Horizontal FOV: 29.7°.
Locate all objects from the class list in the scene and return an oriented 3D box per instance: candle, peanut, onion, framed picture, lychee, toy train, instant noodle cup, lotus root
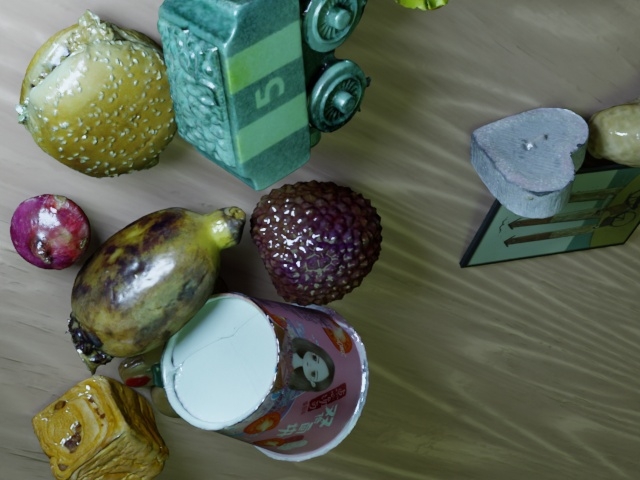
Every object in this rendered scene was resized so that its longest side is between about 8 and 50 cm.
[{"bbox_3d":[0.301,-0.122,1.771,0.169,0.192,0.068,16,139,18],"label":"candle"},{"bbox_3d":[0.524,-0.192,1.830,0.253,0.137,0.122,-35,180,9],"label":"peanut"},{"bbox_3d":[-0.354,-0.009,1.580,0.107,0.097,0.107,0,125,0],"label":"onion"},{"bbox_3d":[0.404,-0.045,1.947,0.324,0.013,0.244,-8,148,-20],"label":"framed picture"},{"bbox_3d":[0.000,0.000,1.701,0.188,0.188,0.188,-14,136,-14],"label":"lychee"},{"bbox_3d":[-0.068,-0.217,1.433,0.238,0.167,0.299,-33,138,-30],"label":"toy train"},{"bbox_3d":[-0.084,0.187,1.730,0.243,0.243,0.231,-40,152,13],"label":"instant noodle cup"},{"bbox_3d":[-0.232,0.050,1.642,0.314,0.169,0.141,-41,130,7],"label":"lotus root"}]

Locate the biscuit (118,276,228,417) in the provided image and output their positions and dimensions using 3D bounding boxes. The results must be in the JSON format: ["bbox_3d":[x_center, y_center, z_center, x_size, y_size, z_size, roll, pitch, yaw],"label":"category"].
[{"bbox_3d":[-0.215,0.175,1.864,0.197,0.049,0.301,-12,136,-14],"label":"biscuit"}]

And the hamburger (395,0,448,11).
[{"bbox_3d":[0.127,-0.411,1.350,0.276,0.179,0.294,15,97,-44],"label":"hamburger"}]

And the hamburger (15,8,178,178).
[{"bbox_3d":[-0.255,-0.160,1.462,0.189,0.122,0.215,-42,139,11],"label":"hamburger"}]

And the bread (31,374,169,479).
[{"bbox_3d":[-0.336,0.311,1.860,0.158,0.149,0.143,-31,141,3],"label":"bread"}]
